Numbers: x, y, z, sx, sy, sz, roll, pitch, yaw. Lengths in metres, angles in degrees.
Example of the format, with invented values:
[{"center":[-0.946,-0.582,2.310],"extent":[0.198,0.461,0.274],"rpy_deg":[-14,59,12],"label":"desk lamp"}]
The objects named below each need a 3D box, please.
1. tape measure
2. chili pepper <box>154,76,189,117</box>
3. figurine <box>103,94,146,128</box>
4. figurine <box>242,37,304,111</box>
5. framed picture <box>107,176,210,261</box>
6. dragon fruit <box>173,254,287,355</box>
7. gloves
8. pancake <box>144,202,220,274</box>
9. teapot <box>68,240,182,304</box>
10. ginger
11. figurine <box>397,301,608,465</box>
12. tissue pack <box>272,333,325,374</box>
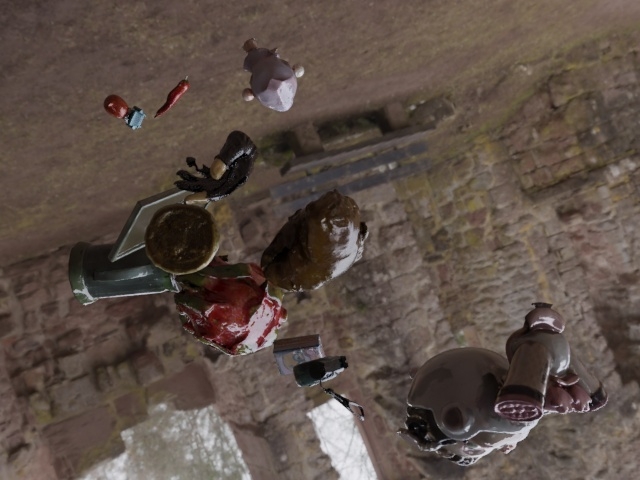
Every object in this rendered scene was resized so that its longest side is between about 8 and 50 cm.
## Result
[{"center":[0.016,0.336,1.236],"extent":[0.107,0.180,0.104],"rpy_deg":[-24,-178,35],"label":"tape measure"},{"center":[-0.432,-0.411,1.645],"extent":[0.178,0.027,0.045],"rpy_deg":[-38,-173,24],"label":"chili pepper"},{"center":[-0.590,-0.386,1.690],"extent":[0.068,0.075,0.140],"rpy_deg":[-59,153,5],"label":"figurine"},{"center":[-0.152,-0.492,1.666],"extent":[0.200,0.276,0.133],"rpy_deg":[-25,141,0],"label":"figurine"},{"center":[-0.393,-0.072,1.490],"extent":[0.324,0.020,0.240],"rpy_deg":[-34,170,-49],"label":"framed picture"},{"center":[-0.220,0.156,1.376],"extent":[0.302,0.231,0.237],"rpy_deg":[24,-179,-38],"label":"dragon fruit"},{"center":[-0.201,-0.124,1.109],"extent":[0.129,0.106,0.181],"rpy_deg":[10,-124,41],"label":"gloves"},{"center":[-0.283,-0.004,1.148],"extent":[0.158,0.158,0.028],"rpy_deg":[-22,175,2],"label":"pancake"},{"center":[-0.573,0.086,1.724],"extent":[0.336,0.201,0.270],"rpy_deg":[-6,-177,0],"label":"teapot"},{"center":[0.000,0.000,1.162],"extent":[0.172,0.165,0.321],"rpy_deg":[-2,153,-30],"label":"ginger"},{"center":[0.326,0.286,1.066],"extent":[0.253,0.211,0.361],"rpy_deg":[19,139,-26],"label":"figurine"},{"center":[-0.067,0.366,1.815],"extent":[0.155,0.116,0.065],"rpy_deg":[-10,-143,5],"label":"tissue pack"}]
